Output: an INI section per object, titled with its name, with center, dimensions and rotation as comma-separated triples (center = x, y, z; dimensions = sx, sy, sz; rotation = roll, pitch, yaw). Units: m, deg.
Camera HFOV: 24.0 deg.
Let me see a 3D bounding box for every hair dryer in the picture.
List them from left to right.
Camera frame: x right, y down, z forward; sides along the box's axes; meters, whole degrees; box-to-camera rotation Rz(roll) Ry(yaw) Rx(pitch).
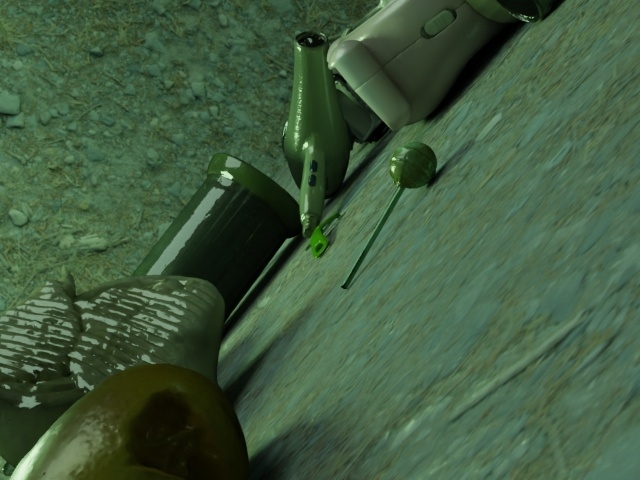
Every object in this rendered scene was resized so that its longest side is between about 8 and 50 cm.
[hair dryer]
center = -0.010, -0.180, 2.396
dimensions = 0.298, 0.119, 0.295
rotation = -84, -9, -72

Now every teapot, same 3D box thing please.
[teapot]
center = -0.192, 0.055, 2.507
dimensions = 0.337, 0.200, 0.270
rotation = -53, -19, -16

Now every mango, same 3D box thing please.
[mango]
center = -0.174, 0.216, 1.373
dimensions = 0.253, 0.182, 0.365
rotation = -49, 7, 11

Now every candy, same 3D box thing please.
[candy]
center = 0.075, -0.028, 1.758
dimensions = 0.202, 0.061, 0.061
rotation = -60, 9, -15

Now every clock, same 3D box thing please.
[clock]
center = 0.174, -0.327, 2.226
dimensions = 0.326, 0.184, 0.342
rotation = -45, 12, 6

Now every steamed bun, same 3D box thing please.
[steamed bun]
center = -0.274, 0.196, 1.891
dimensions = 0.324, 0.310, 0.219
rotation = -89, -3, -60

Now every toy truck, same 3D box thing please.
[toy truck]
center = 0.041, -0.215, 2.631
dimensions = 0.111, 0.136, 0.286
rotation = -51, 3, 1

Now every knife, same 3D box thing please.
[knife]
center = -0.002, -0.002, 2.197
dimensions = 0.078, 0.023, 0.166
rotation = -53, 5, 11

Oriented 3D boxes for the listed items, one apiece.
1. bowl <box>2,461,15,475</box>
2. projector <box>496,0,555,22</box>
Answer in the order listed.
[bowl]
center = -0.303, 0.252, 2.161
dimensions = 0.313, 0.146, 0.313
rotation = -52, -2, -2
[projector]
center = 0.351, -0.445, 1.984
dimensions = 0.337, 0.108, 0.108
rotation = -50, 6, -10
